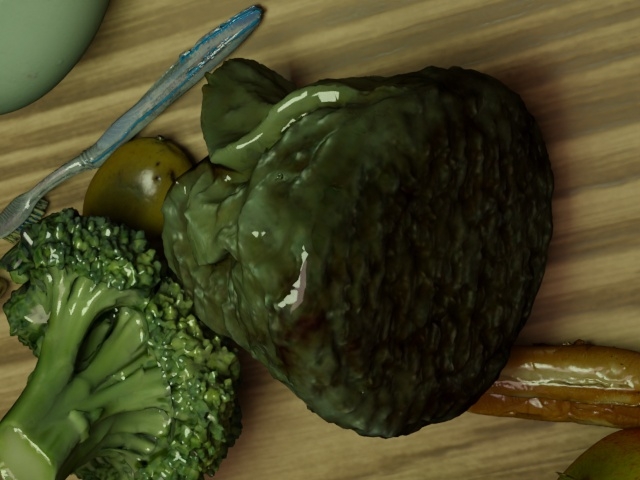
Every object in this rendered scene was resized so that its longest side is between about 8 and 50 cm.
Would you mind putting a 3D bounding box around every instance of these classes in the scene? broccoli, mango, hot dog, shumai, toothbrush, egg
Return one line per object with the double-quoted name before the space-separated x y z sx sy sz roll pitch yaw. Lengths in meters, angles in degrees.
"broccoli" -0.208 0.142 1.782 0.249 0.302 0.375 -9 113 0
"mango" -0.204 -0.043 1.849 0.103 0.076 0.161 42 120 -3
"hot dog" 0.252 0.143 1.752 0.249 0.076 0.102 2 142 19
"shumai" 0.000 0.000 1.675 0.348 0.395 0.395 7 107 39
"toothbrush" -0.214 -0.124 1.851 0.413 0.042 0.035 -38 53 21
"egg" -0.317 -0.304 1.733 0.230 0.230 0.371 26 105 10

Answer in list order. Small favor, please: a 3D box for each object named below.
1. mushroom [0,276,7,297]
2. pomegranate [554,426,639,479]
"mushroom" -0.512 -0.032 1.937 0.351 0.097 0.109 33 111 5
"pomegranate" 0.313 0.296 1.679 0.256 0.221 0.221 15 115 -34
